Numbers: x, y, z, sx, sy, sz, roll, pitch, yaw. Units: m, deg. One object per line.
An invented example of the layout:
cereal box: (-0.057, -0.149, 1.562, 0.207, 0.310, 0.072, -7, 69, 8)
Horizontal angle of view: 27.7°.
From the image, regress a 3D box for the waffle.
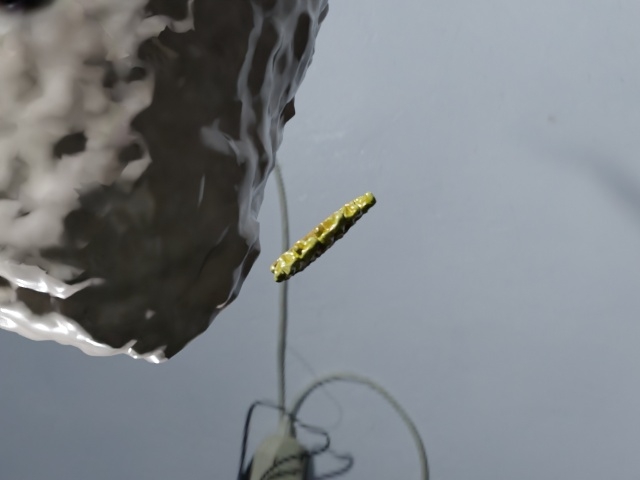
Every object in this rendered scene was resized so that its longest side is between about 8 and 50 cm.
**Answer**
waffle: (0.002, -0.001, 0.795, 0.078, 0.085, 0.016, -38, 89, -2)

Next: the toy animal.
toy animal: (-0.106, -0.122, 0.512, 0.226, 0.358, 0.188, 14, 130, -1)
